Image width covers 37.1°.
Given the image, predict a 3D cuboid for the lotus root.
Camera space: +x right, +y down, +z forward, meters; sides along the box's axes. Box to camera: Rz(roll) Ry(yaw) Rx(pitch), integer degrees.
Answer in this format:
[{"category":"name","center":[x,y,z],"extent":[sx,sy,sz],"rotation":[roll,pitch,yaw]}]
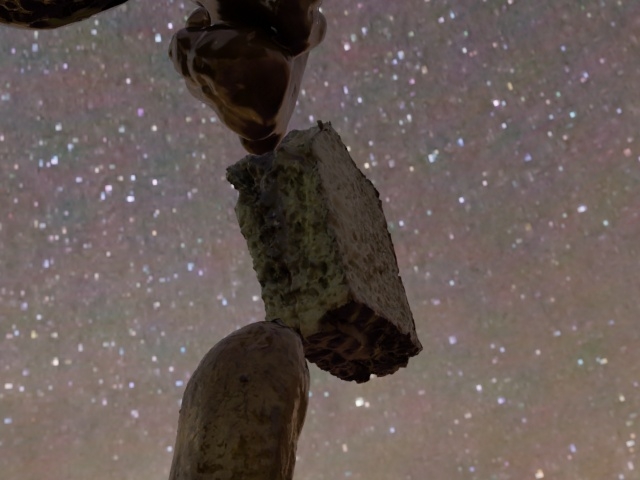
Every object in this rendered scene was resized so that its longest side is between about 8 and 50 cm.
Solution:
[{"category":"lotus root","center":[-0.068,0.166,0.753],"extent":[0.097,0.258,0.110],"rotation":[30,-44,-23]}]

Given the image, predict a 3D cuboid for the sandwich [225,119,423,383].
[{"category":"sandwich","center":[0.001,0.000,1.206],"extent":[0.131,0.325,0.262],"rotation":[-23,-26,17]}]

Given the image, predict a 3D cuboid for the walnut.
[{"category":"walnut","center":[-0.029,-0.114,0.422],"extent":[0.069,0.170,0.143],"rotation":[8,-76,-1]}]

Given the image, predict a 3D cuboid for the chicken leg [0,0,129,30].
[{"category":"chicken leg","center":[-0.100,-0.127,0.342],"extent":[0.253,0.106,0.051],"rotation":[1,-22,35]}]
